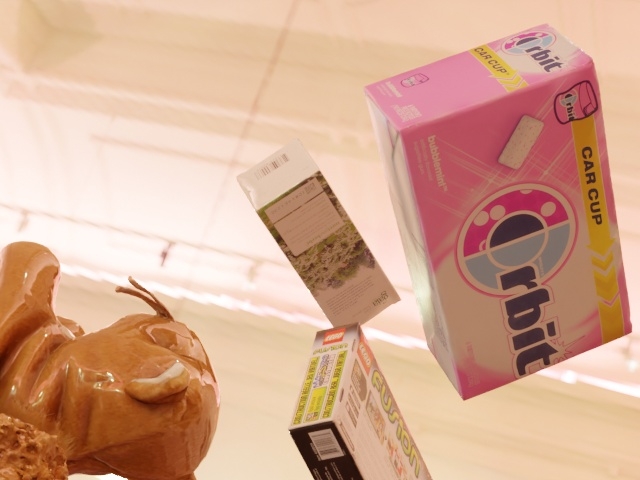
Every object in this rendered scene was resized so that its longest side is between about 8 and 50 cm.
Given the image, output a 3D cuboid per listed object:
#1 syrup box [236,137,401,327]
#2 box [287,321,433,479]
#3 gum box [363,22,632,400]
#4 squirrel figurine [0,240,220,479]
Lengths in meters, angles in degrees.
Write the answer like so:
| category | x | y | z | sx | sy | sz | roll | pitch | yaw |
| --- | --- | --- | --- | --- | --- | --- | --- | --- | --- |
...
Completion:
| category | x | y | z | sx | sy | sz | roll | pitch | yaw |
| --- | --- | --- | --- | --- | --- | --- | --- | --- | --- |
| syrup box | 0.000 | 0.000 | 1.712 | 0.237 | 0.093 | 0.096 | 57 | 0 | -36 |
| box | 0.042 | 0.175 | 1.002 | 0.036 | 0.114 | 0.207 | -15 | -62 | 20 |
| gum box | 0.101 | -0.009 | 0.754 | 0.107 | 0.062 | 0.188 | -20 | -58 | -7 |
| squirrel figurine | -0.292 | 0.179 | 1.269 | 0.370 | 0.397 | 0.281 | 11 | -54 | 7 |
